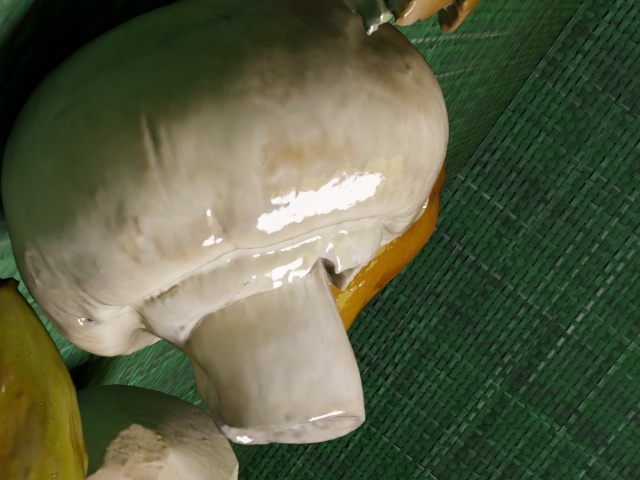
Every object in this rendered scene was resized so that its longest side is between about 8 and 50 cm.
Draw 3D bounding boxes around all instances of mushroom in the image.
[{"bbox_3d":[-0.035,-0.005,0.690,0.260,0.234,0.254,-17,170,-42],"label":"mushroom"}]

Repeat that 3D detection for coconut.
[{"bbox_3d":[-0.176,0.221,1.052,0.237,0.197,0.237,-61,177,-6],"label":"coconut"}]

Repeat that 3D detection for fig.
[{"bbox_3d":[-0.192,0.098,0.677,0.154,0.144,0.165,-110,-153,-61],"label":"fig"}]

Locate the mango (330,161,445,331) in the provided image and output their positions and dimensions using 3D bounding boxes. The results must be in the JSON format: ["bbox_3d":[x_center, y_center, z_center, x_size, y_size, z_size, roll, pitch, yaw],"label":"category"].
[{"bbox_3d":[0.000,0.000,1.203,0.287,0.153,0.201,-49,176,-17],"label":"mango"}]

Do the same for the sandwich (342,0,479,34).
[{"bbox_3d":[0.058,-0.220,0.640,0.198,0.155,0.227,-56,171,33],"label":"sandwich"}]
